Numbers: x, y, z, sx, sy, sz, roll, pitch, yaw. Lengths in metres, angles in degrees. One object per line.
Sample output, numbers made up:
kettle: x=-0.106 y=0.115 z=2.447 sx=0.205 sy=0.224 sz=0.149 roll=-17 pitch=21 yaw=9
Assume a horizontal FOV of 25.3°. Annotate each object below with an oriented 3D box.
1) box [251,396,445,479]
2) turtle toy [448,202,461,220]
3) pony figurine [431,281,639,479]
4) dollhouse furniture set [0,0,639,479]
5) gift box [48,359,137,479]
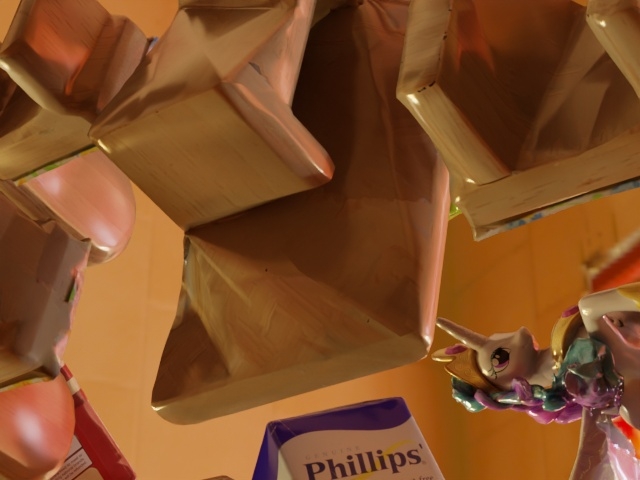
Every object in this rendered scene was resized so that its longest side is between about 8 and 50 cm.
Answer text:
box: x=0.019 y=0.165 z=0.648 sx=0.072 sy=0.137 sz=0.126 roll=-7 pitch=-42 yaw=-22
turtle toy: x=0.064 y=-0.046 z=1.230 sx=0.130 sy=0.095 sz=0.066 roll=0 pitch=-63 yaw=25
pony figurine: x=0.337 y=0.156 z=1.499 sx=0.363 sy=0.303 sz=0.351 roll=-28 pitch=-67 yaw=38
dollhouse furniture set: x=0.009 y=0.055 z=0.538 sx=0.362 sy=0.394 sz=0.256 roll=-19 pitch=-49 yaw=31
gift box: x=-0.330 y=0.177 z=1.125 sx=0.258 sy=0.255 sz=0.276 roll=3 pitch=-58 yaw=56
